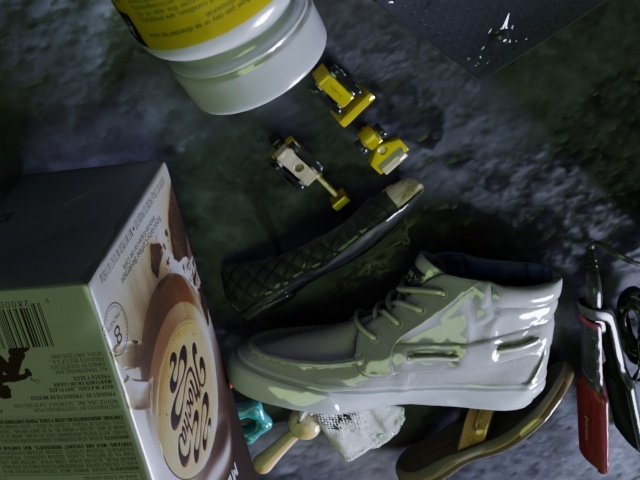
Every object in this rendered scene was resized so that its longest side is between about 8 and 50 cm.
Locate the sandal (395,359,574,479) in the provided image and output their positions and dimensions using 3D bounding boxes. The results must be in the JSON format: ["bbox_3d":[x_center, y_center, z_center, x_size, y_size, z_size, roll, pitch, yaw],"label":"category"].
[{"bbox_3d":[0.132,0.149,1.167,0.180,0.072,0.049,-31,104,20],"label":"sandal"}]

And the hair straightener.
[{"bbox_3d":[0.252,0.091,1.158,0.089,0.047,0.230,-24,124,-15],"label":"hair straightener"}]

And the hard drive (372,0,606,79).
[{"bbox_3d":[0.161,-0.209,0.855,0.254,0.054,0.172,-35,152,21],"label":"hard drive"}]

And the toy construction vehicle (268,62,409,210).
[{"bbox_3d":[0.009,-0.074,0.993,0.086,0.035,0.098,-45,124,11],"label":"toy construction vehicle"}]

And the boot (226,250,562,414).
[{"bbox_3d":[0.059,0.061,1.078,0.258,0.095,0.123,1,117,-15],"label":"boot"}]

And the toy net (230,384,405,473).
[{"bbox_3d":[-0.048,0.136,1.138,0.232,0.045,0.122,-7,123,-6],"label":"toy net"}]

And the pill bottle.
[{"bbox_3d":[-0.082,-0.185,0.834,0.119,0.119,0.208,-24,127,9],"label":"pill bottle"}]

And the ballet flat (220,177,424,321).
[{"bbox_3d":[0.000,0.000,1.036,0.173,0.049,0.057,-32,168,9],"label":"ballet flat"}]

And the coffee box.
[{"bbox_3d":[-0.146,0.115,0.980,0.119,0.168,0.297,-4,120,16],"label":"coffee box"}]
